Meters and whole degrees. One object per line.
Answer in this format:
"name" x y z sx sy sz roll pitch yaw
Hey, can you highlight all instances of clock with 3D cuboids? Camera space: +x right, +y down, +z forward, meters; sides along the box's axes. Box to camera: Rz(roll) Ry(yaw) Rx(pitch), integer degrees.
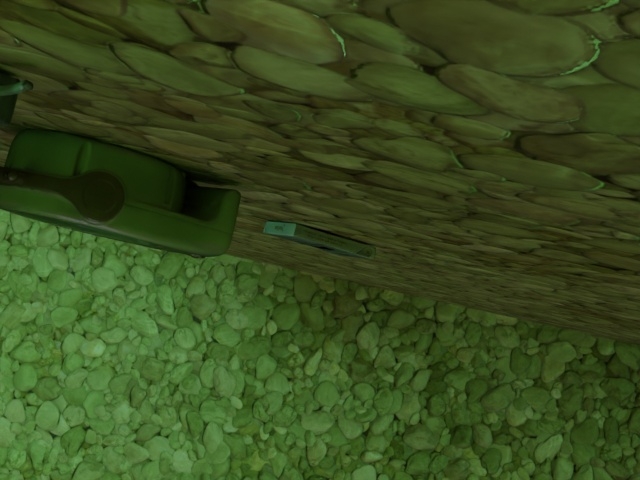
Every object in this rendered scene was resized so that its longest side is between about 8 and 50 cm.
"clock" -0.265 -0.058 1.034 0.235 0.096 0.308 10 175 45

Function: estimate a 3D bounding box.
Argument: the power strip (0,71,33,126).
"power strip" -0.279 -0.116 0.685 0.175 0.042 0.075 8 174 35

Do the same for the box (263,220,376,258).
"box" 0.000 0.000 1.464 0.166 0.024 0.090 17 173 -35
